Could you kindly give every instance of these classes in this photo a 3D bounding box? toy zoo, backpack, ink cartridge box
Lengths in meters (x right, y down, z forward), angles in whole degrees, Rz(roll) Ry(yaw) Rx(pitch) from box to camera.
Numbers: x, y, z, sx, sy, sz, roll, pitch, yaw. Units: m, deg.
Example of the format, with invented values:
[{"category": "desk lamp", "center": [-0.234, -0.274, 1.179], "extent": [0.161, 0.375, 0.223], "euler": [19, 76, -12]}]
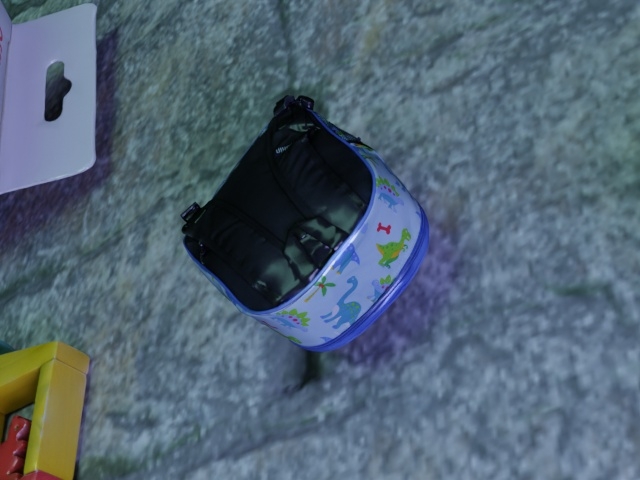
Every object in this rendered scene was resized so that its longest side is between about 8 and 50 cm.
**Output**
[{"category": "toy zoo", "center": [-0.228, 0.184, 0.662], "extent": [0.192, 0.030, 0.293], "euler": [-26, 46, 29]}, {"category": "backpack", "center": [0.000, 0.000, 0.532], "extent": [0.105, 0.084, 0.114], "euler": [-50, 35, 2]}, {"category": "ink cartridge box", "center": [-0.355, -0.117, 0.807], "extent": [0.353, 0.119, 0.207], "euler": [-13, 52, 4]}]
